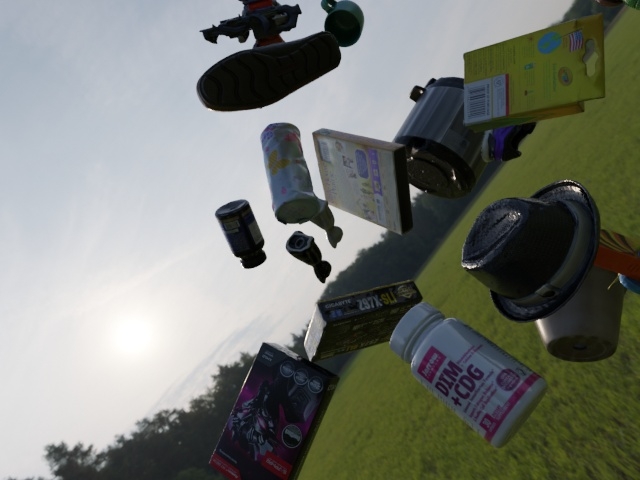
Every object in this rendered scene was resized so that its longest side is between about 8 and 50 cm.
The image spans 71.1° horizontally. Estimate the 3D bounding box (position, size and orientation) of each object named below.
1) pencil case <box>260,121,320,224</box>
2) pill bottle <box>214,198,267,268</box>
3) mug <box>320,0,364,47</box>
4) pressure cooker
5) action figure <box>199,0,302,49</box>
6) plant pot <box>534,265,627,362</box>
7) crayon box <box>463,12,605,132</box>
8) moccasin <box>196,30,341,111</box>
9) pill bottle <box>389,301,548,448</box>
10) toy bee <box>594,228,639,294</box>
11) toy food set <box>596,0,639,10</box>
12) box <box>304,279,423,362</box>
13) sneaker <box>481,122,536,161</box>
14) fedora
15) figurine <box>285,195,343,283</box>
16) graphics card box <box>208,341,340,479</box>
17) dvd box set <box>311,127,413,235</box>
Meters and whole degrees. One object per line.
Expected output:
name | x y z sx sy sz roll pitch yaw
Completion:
pencil case | -0.080 -0.175 1.156 0.113 0.273 0.124 -27 -29 23
pill bottle | -0.261 -0.018 1.515 0.123 0.123 0.219 -41 -56 -39
mug | 0.080 -0.745 1.500 0.158 0.129 0.097 72 -153 -49
pressure cooker | 0.512 -0.416 1.740 0.370 0.375 0.420 41 -105 -41
action figure | -0.237 -0.710 1.549 0.341 0.178 0.330 -9 -50 -7
plant pot | 0.813 0.223 1.438 0.323 0.323 0.280 111 175 -54
crayon box | 0.521 -0.399 1.105 0.081 0.318 0.202 5 -94 -50
moccasin | -0.128 -0.403 1.078 0.380 0.139 0.147 -39 19 -27
pill bottle | 0.289 0.260 0.915 0.160 0.283 0.160 -29 -42 -30
toy bee | 0.734 0.055 1.007 0.162 0.298 0.195 -44 -4 -47
toy food set | 0.525 -0.418 0.739 0.128 0.218 0.071 -34 -26 -26
box | 0.126 0.250 1.374 0.322 0.079 0.257 -11 -35 -21
sneaker | 0.612 -0.393 1.421 0.102 0.146 0.293 -1 -81 -45
fedora | 0.409 0.009 0.949 0.334 0.152 0.334 -164 90 -81
figurine | 0.000 0.000 1.393 0.209 0.092 0.215 53 -131 -48
graphics card box | -0.125 0.494 1.226 0.371 0.233 0.094 -65 -26 -6
dvd box set | 0.141 -0.217 1.577 0.062 0.420 0.307 -29 -56 -27
